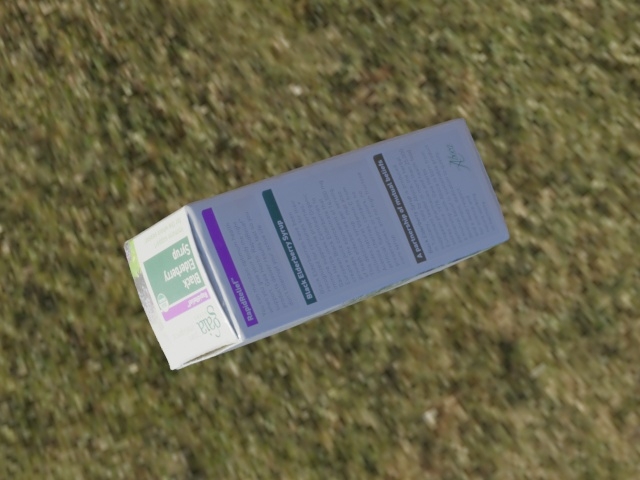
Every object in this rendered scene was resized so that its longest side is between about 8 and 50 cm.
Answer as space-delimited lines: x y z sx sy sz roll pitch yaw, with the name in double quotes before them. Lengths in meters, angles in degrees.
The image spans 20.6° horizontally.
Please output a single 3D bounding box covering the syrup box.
"syrup box" 0.000 0.000 1.163 0.237 0.093 0.096 -18 84 -35
